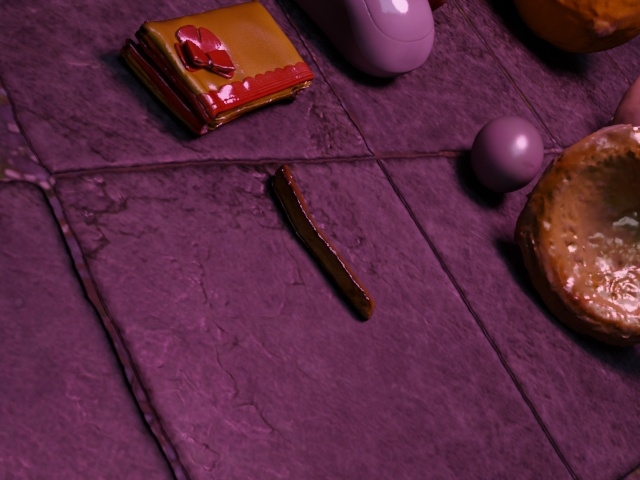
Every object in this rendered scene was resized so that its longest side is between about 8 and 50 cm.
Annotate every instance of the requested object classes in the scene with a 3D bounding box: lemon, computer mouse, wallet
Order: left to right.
[{"bbox_3d":[-0.107,-0.213,1.117,0.141,0.067,0.241,50,36,4],"label":"wallet"},{"bbox_3d":[0.053,-0.372,1.366,0.184,0.121,0.297,-24,76,-38],"label":"computer mouse"},{"bbox_3d":[0.515,-0.525,1.810,0.336,0.336,0.336,26,41,-24],"label":"lemon"}]

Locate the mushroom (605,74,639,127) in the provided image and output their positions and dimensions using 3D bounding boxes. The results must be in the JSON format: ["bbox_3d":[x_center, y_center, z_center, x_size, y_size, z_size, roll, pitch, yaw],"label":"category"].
[{"bbox_3d":[0.624,-0.201,1.715,0.246,0.202,0.246,-5,100,-30],"label":"mushroom"}]

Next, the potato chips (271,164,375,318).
[{"bbox_3d":[0.000,0.000,1.052,0.204,0.026,0.037,56,24,16],"label":"potato chips"}]

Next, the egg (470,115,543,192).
[{"bbox_3d":[0.269,-0.124,1.362,0.103,0.103,0.135,39,40,-8],"label":"egg"}]

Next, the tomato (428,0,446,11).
[{"bbox_3d":[0.135,-0.448,1.512,0.187,0.151,0.187,1,86,-14],"label":"tomato"}]

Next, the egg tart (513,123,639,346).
[{"bbox_3d":[0.418,-0.008,1.312,0.315,0.315,0.120,43,-2,-3],"label":"egg tart"}]
